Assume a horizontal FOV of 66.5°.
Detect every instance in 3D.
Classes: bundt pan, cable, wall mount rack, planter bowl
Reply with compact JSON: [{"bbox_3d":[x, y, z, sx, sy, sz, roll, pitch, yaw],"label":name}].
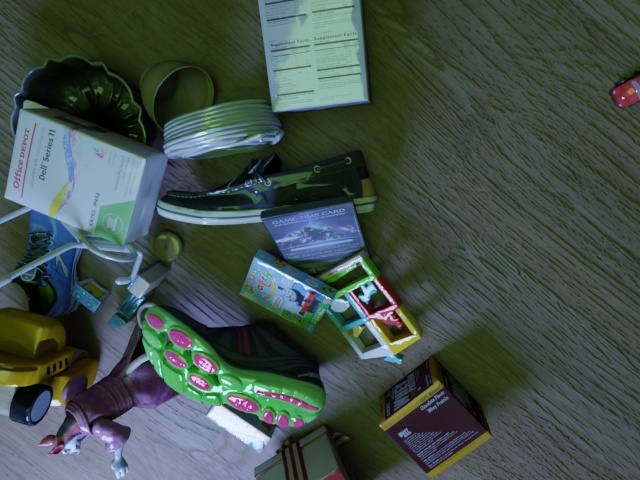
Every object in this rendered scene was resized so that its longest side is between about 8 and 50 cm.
[{"bbox_3d":[-0.542,-0.262,1.159,0.330,0.124,0.331,2,104,7],"label":"bundt pan"},{"bbox_3d":[-0.212,-0.233,1.056,0.257,0.257,0.089,-11,97,-7],"label":"cable"},{"bbox_3d":[-0.586,0.004,1.092,0.350,0.304,0.131,32,103,34],"label":"wall mount rack"},{"bbox_3d":[-0.340,-0.339,1.110,0.109,0.162,0.162,38,107,24],"label":"planter bowl"}]

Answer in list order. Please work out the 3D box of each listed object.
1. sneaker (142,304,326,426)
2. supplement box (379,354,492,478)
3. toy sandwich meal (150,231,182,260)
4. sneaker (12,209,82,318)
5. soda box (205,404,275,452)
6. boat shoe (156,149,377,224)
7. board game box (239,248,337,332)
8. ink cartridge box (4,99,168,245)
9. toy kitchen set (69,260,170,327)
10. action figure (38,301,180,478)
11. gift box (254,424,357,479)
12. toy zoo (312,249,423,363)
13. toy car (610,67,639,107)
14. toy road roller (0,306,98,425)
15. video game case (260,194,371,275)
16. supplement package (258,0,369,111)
[{"bbox_3d":[-0.212,0.293,1.208,0.482,0.202,0.185,29,115,-9],"label":"sneaker"},{"bbox_3d":[0.280,0.438,1.222,0.191,0.129,0.194,-43,96,14],"label":"supplement box"},{"bbox_3d":[-0.395,0.015,1.258,0.085,0.029,0.086,0,102,2],"label":"toy sandwich meal"},{"bbox_3d":[-0.693,0.051,1.242,0.129,0.147,0.330,2,103,6],"label":"sneaker"},{"bbox_3d":[-0.218,0.494,1.335,0.183,0.058,0.063,35,105,-1],"label":"soda box"},{"bbox_3d":[-0.124,-0.121,1.117,0.499,0.187,0.156,-5,98,3],"label":"boat shoe"},{"bbox_3d":[-0.083,0.127,1.205,0.211,0.039,0.160,29,135,1],"label":"board game box"},{"bbox_3d":[-0.537,-0.153,1.059,0.353,0.119,0.207,21,106,2],"label":"ink cartridge box"},{"bbox_3d":[-0.526,0.115,1.248,0.166,0.122,0.207,39,105,-3],"label":"toy kitchen set"},{"bbox_3d":[-0.485,0.376,1.177,0.248,0.370,0.276,36,126,12],"label":"action figure"},{"bbox_3d":[0.004,0.658,1.253,0.276,0.258,0.255,-25,98,-8],"label":"gift box"},{"bbox_3d":[0.117,0.181,1.193,0.192,0.030,0.293,-32,99,37],"label":"toy zoo"},{"bbox_3d":[0.740,-0.391,1.003,0.238,0.053,0.225,0,104,7],"label":"toy car"},{"bbox_3d":[-0.709,0.284,1.220,0.202,0.329,0.241,15,93,2],"label":"toy road roller"},{"bbox_3d":[0.000,0.000,1.110,0.196,0.026,0.274,-10,147,9],"label":"video game case"},{"bbox_3d":[-0.003,-0.410,1.015,0.197,0.199,0.263,-5,103,9],"label":"supplement package"}]
